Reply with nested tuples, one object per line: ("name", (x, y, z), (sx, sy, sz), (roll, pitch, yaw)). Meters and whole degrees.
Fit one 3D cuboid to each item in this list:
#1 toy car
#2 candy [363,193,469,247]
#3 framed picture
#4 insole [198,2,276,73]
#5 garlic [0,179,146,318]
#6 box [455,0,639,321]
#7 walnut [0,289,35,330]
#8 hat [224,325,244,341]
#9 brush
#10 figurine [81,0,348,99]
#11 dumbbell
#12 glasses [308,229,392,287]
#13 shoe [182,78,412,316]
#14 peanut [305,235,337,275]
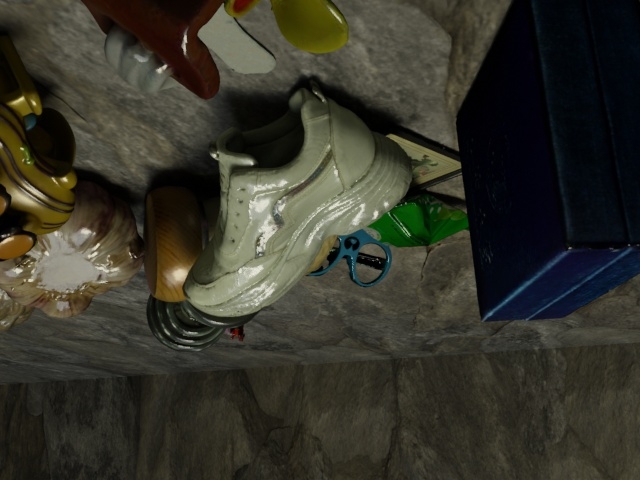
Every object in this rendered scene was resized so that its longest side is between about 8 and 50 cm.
("toy car", (-0.339, -0.101, 0.764), (0.142, 0.200, 0.248), (-27, 159, -17))
("candy", (0.147, -0.028, 1.146), (0.203, 0.078, 0.141), (10, 154, -44))
("framed picture", (0.097, -0.104, 1.028), (0.195, 0.010, 0.199), (14, 156, -40))
("insole", (-0.107, -0.211, 0.699), (0.065, 0.004, 0.197), (-12, 159, 28))
("garlic", (-0.393, 0.001, 1.086), (0.245, 0.160, 0.244), (-13, 132, -14))
("box", (0.230, -0.073, 0.732), (0.116, 0.261, 0.279), (-3, 162, -3))
("walnut", (-0.583, 0.076, 1.293), (0.178, 0.178, 0.230), (11, 154, -34))
("hat", (-0.265, 0.151, 1.621), (0.228, 0.140, 0.129), (9, 153, 9))
("brush", (-0.191, 0.005, 1.120), (0.166, 0.174, 0.267), (-4, 176, -21))
("figurine", (-0.087, -0.204, 0.445), (0.338, 0.283, 0.204), (-12, 126, -27))
("dumbbell", (-0.224, 0.109, 1.381), (0.179, 0.179, 0.406), (6, 160, -22))
("glasses", (0.001, 0.036, 1.298), (0.239, 0.102, 0.207), (12, 157, -36))
("shoe", (-0.075, -0.053, 0.883), (0.342, 0.132, 0.210), (-38, 131, 15))
("peanut", (-0.028, -0.012, 1.096), (0.109, 0.140, 0.159), (40, 162, 10))
